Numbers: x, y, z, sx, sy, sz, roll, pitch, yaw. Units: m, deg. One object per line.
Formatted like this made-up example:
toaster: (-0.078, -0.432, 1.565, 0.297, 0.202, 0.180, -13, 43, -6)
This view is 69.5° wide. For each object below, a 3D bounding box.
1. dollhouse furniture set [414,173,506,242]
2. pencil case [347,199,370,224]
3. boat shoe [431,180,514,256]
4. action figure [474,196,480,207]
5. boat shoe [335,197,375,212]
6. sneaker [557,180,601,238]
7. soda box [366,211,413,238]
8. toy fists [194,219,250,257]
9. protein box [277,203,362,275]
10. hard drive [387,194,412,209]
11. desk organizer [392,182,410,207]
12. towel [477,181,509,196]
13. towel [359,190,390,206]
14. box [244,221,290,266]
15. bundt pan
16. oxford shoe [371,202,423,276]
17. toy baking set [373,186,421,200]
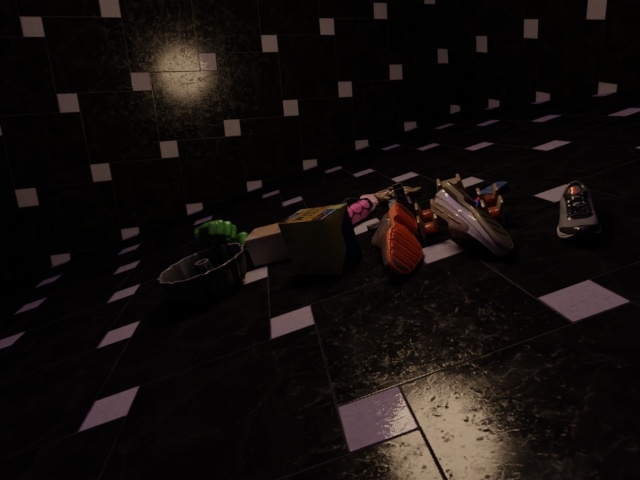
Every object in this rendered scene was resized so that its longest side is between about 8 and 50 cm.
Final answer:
dollhouse furniture set: (0.459, -0.100, 1.541, 0.262, 0.135, 0.259, -14, 34, 15)
pencil case: (0.110, -0.098, 1.932, 0.209, 0.095, 0.098, -26, -2, -30)
boat shoe: (0.430, -0.045, 1.329, 0.103, 0.113, 0.302, -53, 40, 23)
action figure: (0.568, -0.139, 1.682, 0.038, 0.030, 0.115, -12, 16, 37)
boat shoe: (0.139, -0.158, 2.070, 0.229, 0.076, 0.080, 5, 50, 45)
sneaker: (0.689, -0.080, 1.246, 0.100, 0.107, 0.271, -7, 22, 27)
soda box: (0.260, -0.054, 1.692, 0.169, 0.053, 0.060, -22, 18, -8)
toy fists: (-0.373, 0.001, 1.891, 0.142, 0.279, 0.096, -23, 53, 28)
protein box: (0.000, 0.000, 1.546, 0.201, 0.199, 0.136, -4, 22, 41)
hard drive: (0.340, -0.156, 1.974, 0.094, 0.022, 0.135, -15, 18, 10)
desk organizer: (0.333, -0.185, 1.917, 0.047, 0.050, 0.130, -17, 34, 8)
towel: (0.652, -0.189, 1.743, 0.120, 0.029, 0.067, -28, 20, -26)
towel: (0.238, -0.196, 2.190, 0.144, 0.029, 0.197, -7, 21, 31)
box: (-0.123, -0.005, 1.820, 0.312, 0.121, 0.148, -14, 19, 15)
bundt pan: (-0.418, 0.132, 1.701, 0.331, 0.124, 0.331, -16, 17, 5)
oxford shoe: (0.231, 0.019, 1.453, 0.132, 0.130, 0.363, -47, 11, 29)
toy baking set: (0.344, -0.216, 2.105, 0.197, 0.030, 0.256, -14, 14, -18)
